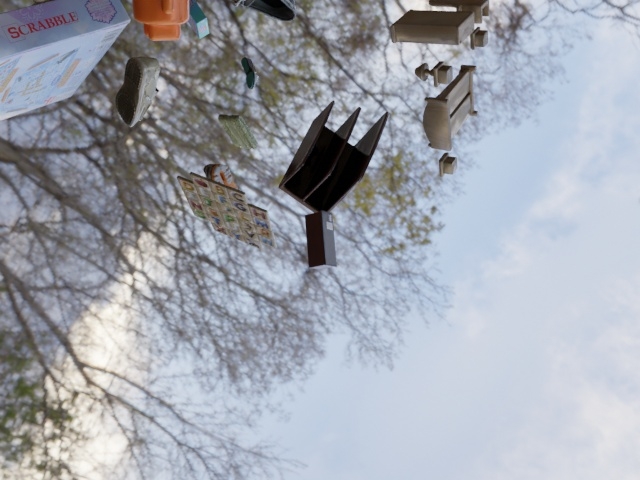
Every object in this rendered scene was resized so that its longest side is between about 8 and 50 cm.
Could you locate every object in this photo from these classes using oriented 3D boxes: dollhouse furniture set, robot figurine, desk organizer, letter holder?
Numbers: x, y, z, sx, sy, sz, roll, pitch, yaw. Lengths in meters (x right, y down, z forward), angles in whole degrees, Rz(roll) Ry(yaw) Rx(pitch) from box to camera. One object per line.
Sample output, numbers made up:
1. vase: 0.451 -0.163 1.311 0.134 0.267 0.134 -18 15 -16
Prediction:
1. dollhouse furniture set: 0.299 -0.395 1.850 0.174 0.355 0.303 13 -139 29
2. robot figurine: -0.356 -0.559 1.624 0.128 0.219 0.158 10 -153 11
3. desk organizer: 0.000 0.000 1.712 0.050 0.047 0.130 -12 -103 34
4. letter holder: 0.045 -0.250 1.978 0.214 0.152 0.301 -41 -161 47

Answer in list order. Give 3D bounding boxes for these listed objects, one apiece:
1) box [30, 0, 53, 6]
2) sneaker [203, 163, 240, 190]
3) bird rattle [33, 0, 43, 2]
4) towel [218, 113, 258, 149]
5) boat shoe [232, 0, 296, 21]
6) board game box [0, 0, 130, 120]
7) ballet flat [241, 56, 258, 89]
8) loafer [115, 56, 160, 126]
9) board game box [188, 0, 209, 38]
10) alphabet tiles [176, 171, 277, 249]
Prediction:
1. box: -0.630 -0.524 1.685 0.190 0.045 0.184 -50 -146 -17
2. sneaker: -0.315 -0.163 2.368 0.083 0.214 0.084 23 -131 40
3. bird rattle: -0.614 -0.601 1.557 0.143 0.253 0.207 -38 175 -26
4. towel: -0.283 -0.372 2.515 0.110 0.148 0.027 9 -127 36
5. boat shoe: -0.182 -0.614 1.769 0.113 0.306 0.104 -28 -120 33
6. board game box: -0.501 -0.265 1.156 0.318 0.065 0.319 -32 -174 -38
7. ballet flat: -0.208 -0.505 2.218 0.041 0.041 0.114 -29 -115 28
8. loafer: -0.517 -0.426 2.108 0.092 0.102 0.268 -28 168 -36
9. board game box: -0.491 -0.869 2.710 0.047 0.210 0.160 -34 179 -7
10. alphabet tiles: -0.265 -0.079 2.106 0.285 0.342 0.011 22 -113 14
